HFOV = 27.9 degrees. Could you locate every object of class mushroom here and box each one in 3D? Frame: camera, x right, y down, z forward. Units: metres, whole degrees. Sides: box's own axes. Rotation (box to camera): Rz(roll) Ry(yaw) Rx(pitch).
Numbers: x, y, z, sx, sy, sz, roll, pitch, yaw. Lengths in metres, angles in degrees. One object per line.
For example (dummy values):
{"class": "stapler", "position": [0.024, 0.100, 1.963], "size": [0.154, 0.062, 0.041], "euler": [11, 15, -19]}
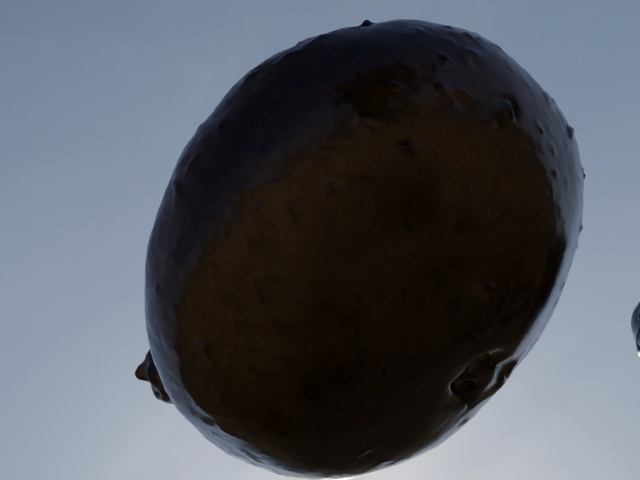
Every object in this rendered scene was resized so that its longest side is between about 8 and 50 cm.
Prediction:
{"class": "mushroom", "position": [0.021, -0.004, 0.922], "size": [0.331, 0.356, 0.334], "euler": [-18, -61, -13]}

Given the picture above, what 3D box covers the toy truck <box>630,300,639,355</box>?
{"class": "toy truck", "position": [0.354, 0.098, 0.984], "size": [0.177, 0.161, 0.213], "euler": [-36, -59, 13]}
